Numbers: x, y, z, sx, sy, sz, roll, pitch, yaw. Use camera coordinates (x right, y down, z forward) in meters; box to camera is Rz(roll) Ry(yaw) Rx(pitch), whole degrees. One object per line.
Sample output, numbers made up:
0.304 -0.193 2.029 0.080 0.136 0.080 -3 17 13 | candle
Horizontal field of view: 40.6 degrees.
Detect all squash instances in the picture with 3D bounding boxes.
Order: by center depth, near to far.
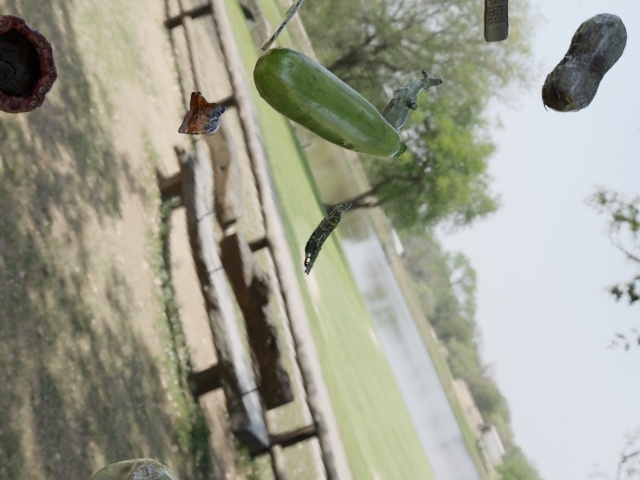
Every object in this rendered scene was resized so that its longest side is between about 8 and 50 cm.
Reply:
0.028 -0.238 1.628 0.371 0.118 0.118 30 27 -32 | squash

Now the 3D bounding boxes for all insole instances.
-0.057 -0.405 1.558 0.011 0.081 0.248 39 41 -14 | insole

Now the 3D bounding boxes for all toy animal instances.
0.178 -0.288 1.936 0.073 0.217 0.176 38 22 1 | toy animal

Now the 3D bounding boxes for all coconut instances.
-0.376 0.556 1.806 0.224 0.224 0.224 -23 90 -84 | coconut

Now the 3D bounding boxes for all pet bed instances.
-0.622 -0.354 1.757 0.201 0.053 0.201 -26 123 -48 | pet bed

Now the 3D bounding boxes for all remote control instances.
0.393 -0.546 1.935 0.028 0.059 0.212 -89 173 -54 | remote control

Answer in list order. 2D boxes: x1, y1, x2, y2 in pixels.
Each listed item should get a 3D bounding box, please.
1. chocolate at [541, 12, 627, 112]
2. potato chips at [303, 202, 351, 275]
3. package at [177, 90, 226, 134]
0.536 -0.358 1.744 0.110 0.248 0.110 31 -11 6 | chocolate
0.001 0.000 1.800 0.028 0.092 0.207 39 57 -16 | potato chips
-0.210 -0.223 1.543 0.033 0.077 0.111 47 24 25 | package
